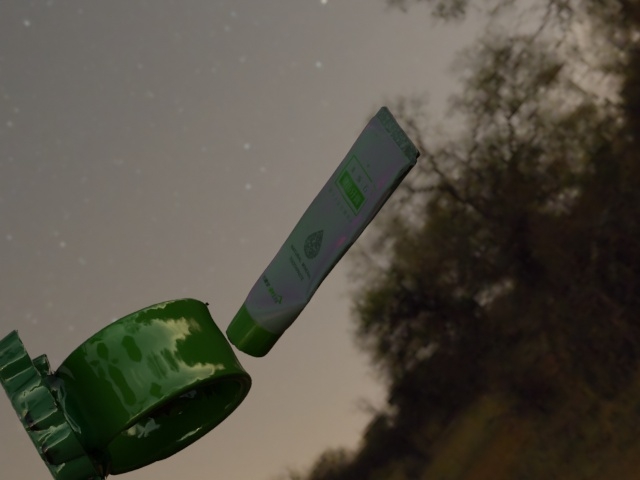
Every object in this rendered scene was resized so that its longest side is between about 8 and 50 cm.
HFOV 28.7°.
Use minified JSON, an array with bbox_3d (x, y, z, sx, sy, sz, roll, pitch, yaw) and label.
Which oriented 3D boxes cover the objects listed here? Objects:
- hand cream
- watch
[{"bbox_3d":[0.001,0.000,1.209,0.275,0.079,0.050,-54,-23,22],"label":"hand cream"},{"bbox_3d":[-0.124,0.108,0.852,0.152,0.131,0.165,-27,-23,-13],"label":"watch"}]
